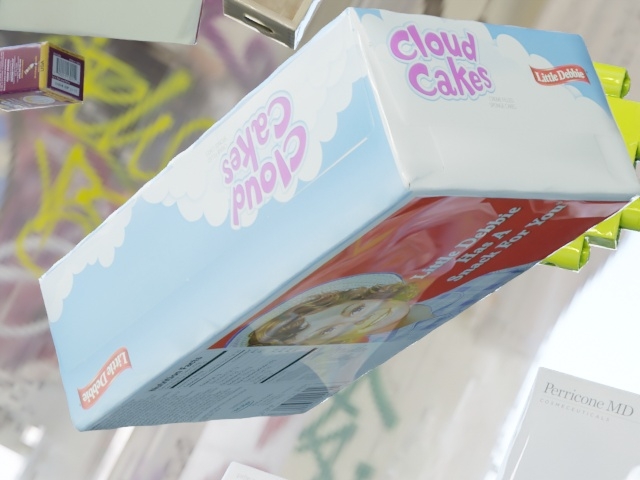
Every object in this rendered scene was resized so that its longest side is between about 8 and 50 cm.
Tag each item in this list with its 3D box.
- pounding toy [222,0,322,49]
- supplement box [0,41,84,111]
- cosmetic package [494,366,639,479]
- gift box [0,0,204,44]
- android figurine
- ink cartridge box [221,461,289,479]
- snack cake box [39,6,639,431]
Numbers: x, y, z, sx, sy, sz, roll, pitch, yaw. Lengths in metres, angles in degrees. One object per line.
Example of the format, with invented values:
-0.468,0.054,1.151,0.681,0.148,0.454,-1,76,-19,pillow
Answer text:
-0.066,-0.346,2.204,0.141,0.130,0.100,27,-14,5,pounding toy
-0.252,-0.140,1.415,0.083,0.043,0.055,-4,-10,29,supplement box
0.244,0.244,1.258,0.224,0.224,0.138,14,-21,27,cosmetic package
-0.248,-0.273,1.220,0.258,0.255,0.276,-1,13,-41,gift box
0.267,-0.089,1.849,0.273,0.248,0.056,14,-15,14,android figurine
-0.036,0.301,1.194,0.172,0.237,0.100,16,-41,16,ink cartridge box
0.000,0.000,0.781,0.152,0.089,0.264,2,-27,-41,snack cake box
